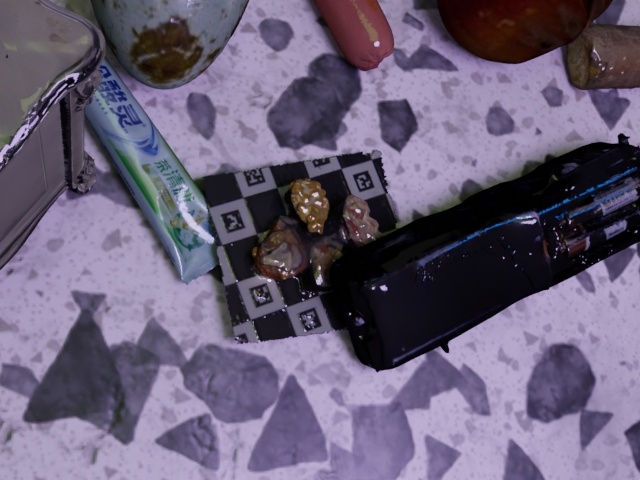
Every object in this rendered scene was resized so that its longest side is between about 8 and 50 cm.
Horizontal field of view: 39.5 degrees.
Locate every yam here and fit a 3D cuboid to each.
[{"bbox_3d":[0.466,-0.228,1.089,0.357,0.081,0.081,-5,78,-15],"label":"yam"}]

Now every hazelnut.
[{"bbox_3d":[0.229,-0.290,0.992,0.204,0.178,0.178,-41,90,-3],"label":"hazelnut"}]

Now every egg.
[{"bbox_3d":[-0.148,-0.264,0.877,0.169,0.169,0.231,4,89,-15],"label":"egg"}]

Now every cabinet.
[{"bbox_3d":[-0.349,-0.101,0.699,0.290,0.318,0.227,37,71,-4],"label":"cabinet"}]

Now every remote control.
[{"bbox_3d":[0.202,0.011,0.945,0.399,0.062,0.144,-25,107,-21],"label":"remote control"}]

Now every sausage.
[{"bbox_3d":[0.029,-0.261,0.980,0.062,0.062,0.154,-25,84,-20],"label":"sausage"}]

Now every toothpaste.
[{"bbox_3d":[-0.187,-0.096,0.890,0.075,0.048,0.296,-34,90,-28],"label":"toothpaste"}]

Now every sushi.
[{"bbox_3d":[0.000,0.000,0.904,0.210,0.040,0.192,-8,79,-25],"label":"sushi"}]
